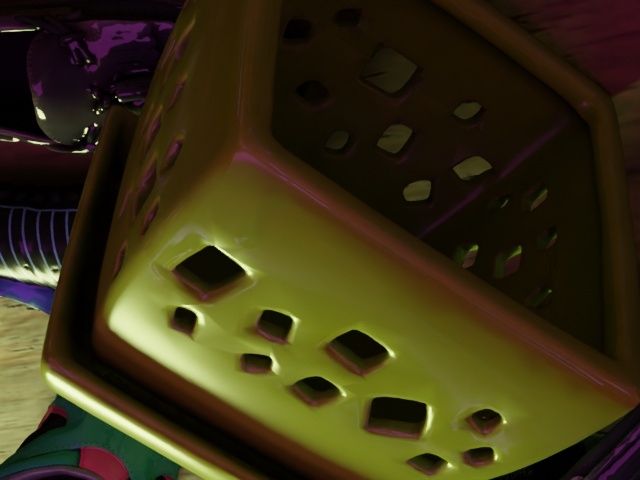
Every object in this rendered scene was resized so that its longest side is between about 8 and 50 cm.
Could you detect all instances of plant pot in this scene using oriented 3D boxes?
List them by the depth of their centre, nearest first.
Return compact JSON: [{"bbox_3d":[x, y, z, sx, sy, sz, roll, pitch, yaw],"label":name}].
[{"bbox_3d":[0.000,0.000,0.873,0.227,0.228,0.207,32,127,-21],"label":"plant pot"}]

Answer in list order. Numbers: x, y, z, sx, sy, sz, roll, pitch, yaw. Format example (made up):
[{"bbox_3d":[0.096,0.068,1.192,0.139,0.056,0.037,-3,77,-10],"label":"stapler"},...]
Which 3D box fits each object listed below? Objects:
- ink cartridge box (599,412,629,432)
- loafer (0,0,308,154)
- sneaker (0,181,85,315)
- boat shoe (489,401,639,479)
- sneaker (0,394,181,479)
[{"bbox_3d":[0.170,0.188,1.048,0.165,0.065,0.332,-13,120,51],"label":"ink cartridge box"},{"bbox_3d":[-0.159,-0.087,0.997,0.303,0.095,0.109,7,126,19],"label":"loafer"},{"bbox_3d":[-0.150,-0.004,1.074,0.232,0.081,0.090,25,109,11],"label":"sneaker"},{"bbox_3d":[0.125,0.129,0.885,0.113,0.127,0.340,60,145,10],"label":"boat shoe"},{"bbox_3d":[-0.163,0.196,1.147,0.124,0.178,0.295,28,130,2],"label":"sneaker"}]
